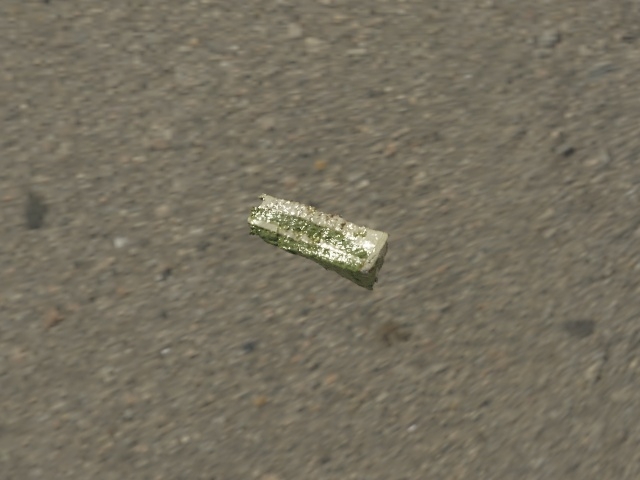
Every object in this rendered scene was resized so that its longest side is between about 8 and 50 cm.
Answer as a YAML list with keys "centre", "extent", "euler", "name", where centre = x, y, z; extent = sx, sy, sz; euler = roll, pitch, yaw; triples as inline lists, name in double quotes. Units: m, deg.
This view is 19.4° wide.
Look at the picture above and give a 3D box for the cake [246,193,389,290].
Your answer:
- centre: [0.000, 0.000, 1.729]
  extent: [0.140, 0.055, 0.051]
  euler: [20, 73, 23]
  name: "cake"
